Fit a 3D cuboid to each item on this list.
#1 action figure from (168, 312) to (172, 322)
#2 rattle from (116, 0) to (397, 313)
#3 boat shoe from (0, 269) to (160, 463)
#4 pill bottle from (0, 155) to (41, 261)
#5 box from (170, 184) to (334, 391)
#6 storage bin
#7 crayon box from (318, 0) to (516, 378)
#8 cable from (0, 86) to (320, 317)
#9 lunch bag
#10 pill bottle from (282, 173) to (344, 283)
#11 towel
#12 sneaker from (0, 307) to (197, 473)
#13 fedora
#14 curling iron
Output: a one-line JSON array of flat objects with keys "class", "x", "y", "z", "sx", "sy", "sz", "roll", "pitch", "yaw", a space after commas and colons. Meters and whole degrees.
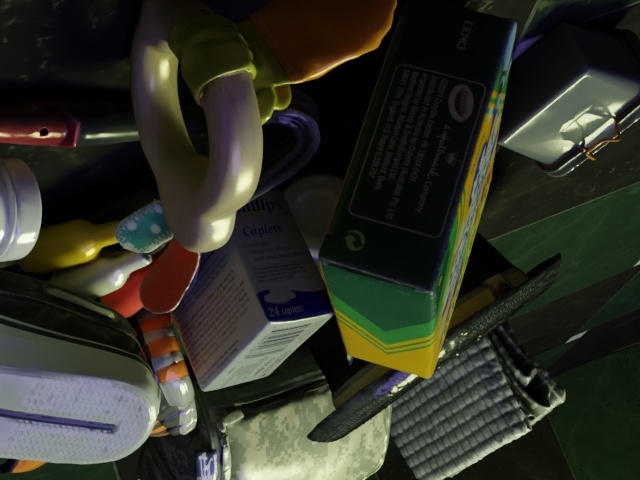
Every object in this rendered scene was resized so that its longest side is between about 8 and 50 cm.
[{"class": "action figure", "x": -0.101, "y": 0.060, "z": 1.040, "sx": 0.115, "sy": 0.030, "sz": 0.038, "roll": -17, "pitch": 154, "yaw": -30}, {"class": "rattle", "x": -0.046, "y": -0.058, "z": 0.625, "sx": 0.143, "sy": 0.130, "sz": 0.199, "roll": -33, "pitch": 139, "yaw": -40}, {"class": "boat shoe", "x": -0.271, "y": 0.067, "z": 0.679, "sx": 0.335, "sy": 0.119, "sz": 0.121, "roll": 22, "pitch": 112, "yaw": -31}, {"class": "pill bottle", "x": -0.241, "y": -0.017, "z": 0.579, "sx": 0.152, "sy": 0.086, "sz": 0.086, "roll": -3, "pitch": 150, "yaw": -48}, {"class": "box", "x": -0.068, "y": 0.033, "z": 0.842, "sx": 0.072, "sy": 0.137, "sz": 0.126, "roll": -8, "pitch": 154, "yaw": -39}, {"class": "storage bin", "x": 0.207, "y": -0.120, "z": 0.879, "sx": 0.091, "sy": 0.098, "sz": 0.135, "roll": 7, "pitch": 143, "yaw": -41}, {"class": "crayon box", "x": 0.079, "y": -0.016, "z": 0.812, "sx": 0.083, "sy": 0.203, "sz": 0.323, "roll": 16, "pitch": 163, "yaw": 10}, {"class": "cable", "x": -0.097, "y": -0.005, "z": 0.734, "sx": 0.287, "sy": 0.072, "sz": 0.139, "roll": -22, "pitch": 137, "yaw": 34}, {"class": "lunch bag", "x": -0.068, "y": 0.253, "z": 1.329, "sx": 0.305, "sy": 0.212, "sz": 0.256, "roll": -13, "pitch": 140, "yaw": -34}, {"class": "pill bottle", "x": 0.000, "y": 0.000, "z": 0.934, "sx": 0.078, "sy": 0.078, "sz": 0.137, "roll": -23, "pitch": 161, "yaw": -8}, {"class": "towel", "x": 0.184, "y": 0.190, "z": 1.418, "sx": 0.121, "sy": 0.235, "sz": 0.283, "roll": -17, "pitch": 160, "yaw": -34}, {"class": "sneaker", "x": -0.215, "y": 0.138, "z": 0.942, "sx": 0.180, "sy": 0.124, "sz": 0.321, "roll": -19, "pitch": 165, "yaw": -11}, {"class": "fedora", "x": 0.088, "y": 0.068, "z": 1.080, "sx": 0.334, "sy": 0.152, "sz": 0.334, "roll": -35, "pitch": 169, "yaw": -8}, {"class": "curling iron", "x": -0.157, "y": -0.076, "z": 0.607, "sx": 0.068, "sy": 0.035, "sz": 0.274, "roll": -39, "pitch": 157, "yaw": 31}]
